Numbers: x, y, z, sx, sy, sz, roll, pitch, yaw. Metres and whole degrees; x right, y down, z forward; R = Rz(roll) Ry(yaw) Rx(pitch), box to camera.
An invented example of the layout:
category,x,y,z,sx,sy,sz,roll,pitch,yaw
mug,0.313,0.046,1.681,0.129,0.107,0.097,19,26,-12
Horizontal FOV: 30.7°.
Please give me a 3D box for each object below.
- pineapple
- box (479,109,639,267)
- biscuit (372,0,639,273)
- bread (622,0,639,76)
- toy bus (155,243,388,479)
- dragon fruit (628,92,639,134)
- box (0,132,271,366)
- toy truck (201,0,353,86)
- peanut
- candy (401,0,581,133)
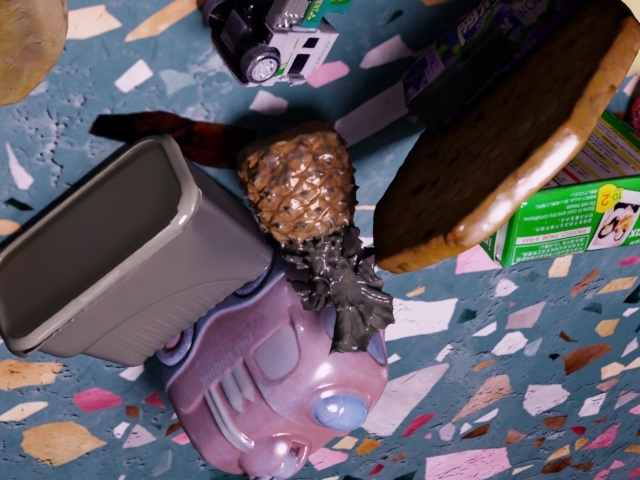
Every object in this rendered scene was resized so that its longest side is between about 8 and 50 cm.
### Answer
category,x,y,z,sx,sy,sz,roll,pitch,yaw
pineapple,0.001,0.000,1.244,0.128,0.128,0.248,-22,103,-4
box,0.270,-0.067,1.351,0.250,0.180,0.103,-9,127,-21
biscuit,0.178,-0.108,1.157,0.046,0.359,0.359,40,113,-15
bread,0.322,-0.238,1.260,0.084,0.080,0.109,-10,141,-20
toy bus,-0.044,0.158,1.395,0.294,0.231,0.197,-41,138,19
dragon fruit,0.472,-0.143,1.423,0.161,0.126,0.274,-26,151,-14
box,-0.201,0.032,1.255,0.274,0.138,0.178,-36,144,15
toy truck,-0.012,-0.242,1.066,0.116,0.110,0.216,-4,138,-40
peanut,-0.272,-0.205,0.975,0.120,0.110,0.236,-28,154,-31
candy,0.207,-0.240,1.187,0.061,0.088,0.312,37,113,-22
